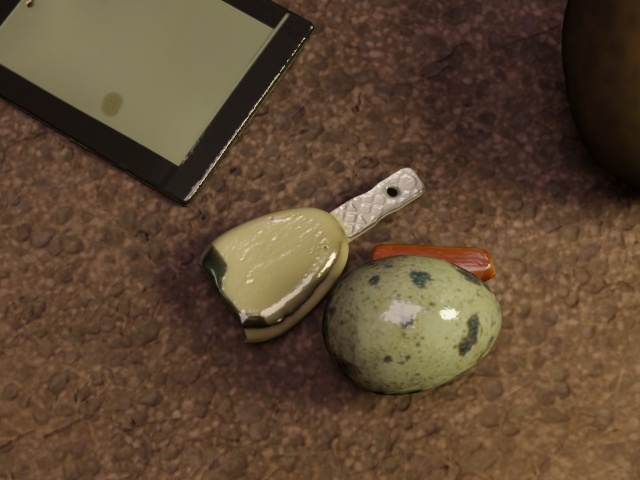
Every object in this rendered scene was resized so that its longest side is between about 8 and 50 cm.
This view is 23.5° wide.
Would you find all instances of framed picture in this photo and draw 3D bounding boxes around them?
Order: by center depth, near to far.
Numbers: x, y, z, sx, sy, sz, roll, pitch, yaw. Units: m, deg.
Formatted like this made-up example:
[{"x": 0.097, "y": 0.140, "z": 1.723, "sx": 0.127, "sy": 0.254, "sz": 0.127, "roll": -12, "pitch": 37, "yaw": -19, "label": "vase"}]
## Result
[{"x": -0.217, "y": -0.223, "z": 1.743, "sx": 0.347, "sy": 0.016, "sz": 0.265, "roll": 30, "pitch": 74, "yaw": 13, "label": "framed picture"}]

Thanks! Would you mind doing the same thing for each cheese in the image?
[{"x": 0.000, "y": 0.000, "z": 1.625, "sx": 0.251, "sy": 0.054, "sz": 0.127, "roll": -32, "pitch": 70, "yaw": -9, "label": "cheese"}]

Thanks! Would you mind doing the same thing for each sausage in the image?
[{"x": 0.118, "y": 0.026, "z": 1.615, "sx": 0.131, "sy": 0.039, "sz": 0.041, "roll": 2, "pitch": 62, "yaw": 3, "label": "sausage"}]

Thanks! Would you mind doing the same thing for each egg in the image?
[{"x": 0.092, "y": 0.083, "z": 1.541, "sx": 0.181, "sy": 0.141, "sz": 0.141, "roll": -8, "pitch": 69, "yaw": -2, "label": "egg"}]

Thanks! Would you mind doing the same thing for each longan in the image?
[{"x": 0.383, "y": -0.190, "z": 1.566, "sx": 0.300, "sy": 0.243, "sz": 0.300, "roll": -1, "pitch": 102, "yaw": -5, "label": "longan"}]
